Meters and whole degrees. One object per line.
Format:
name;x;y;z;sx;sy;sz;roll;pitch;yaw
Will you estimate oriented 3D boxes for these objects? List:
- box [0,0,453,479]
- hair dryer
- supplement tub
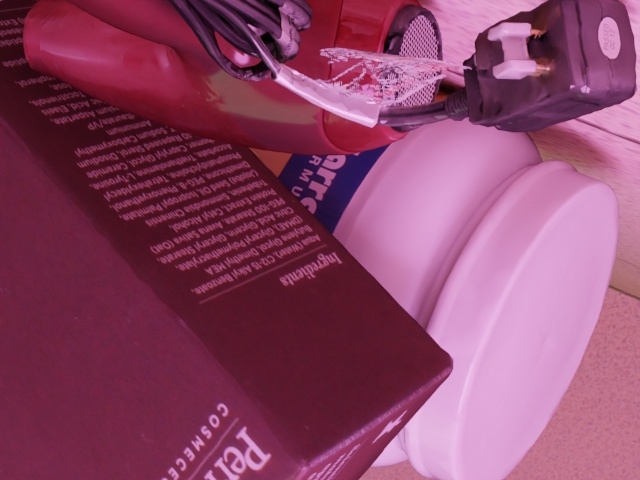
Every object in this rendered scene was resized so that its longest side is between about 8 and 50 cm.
box;-0.140;0.006;0.621;0.381;0.191;0.143;45;-146;14
hair dryer;-0.045;-0.096;0.444;0.223;0.080;0.293;21;168;-23
supplement tub;0.000;0.000;0.750;0.316;0.228;0.228;24;-179;28
